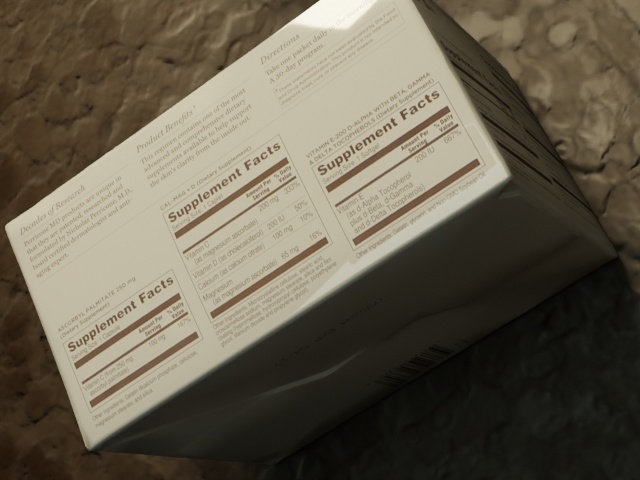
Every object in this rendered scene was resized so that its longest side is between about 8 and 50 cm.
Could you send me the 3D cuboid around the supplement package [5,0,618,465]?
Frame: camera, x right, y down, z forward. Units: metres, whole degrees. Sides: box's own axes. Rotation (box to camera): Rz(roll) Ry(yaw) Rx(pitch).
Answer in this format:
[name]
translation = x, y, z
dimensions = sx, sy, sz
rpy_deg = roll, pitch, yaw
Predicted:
[supplement package]
translation = 0.000, 0.000, 0.757
dimensions = 0.262, 0.204, 0.145
rpy_deg = -33, 67, 17
